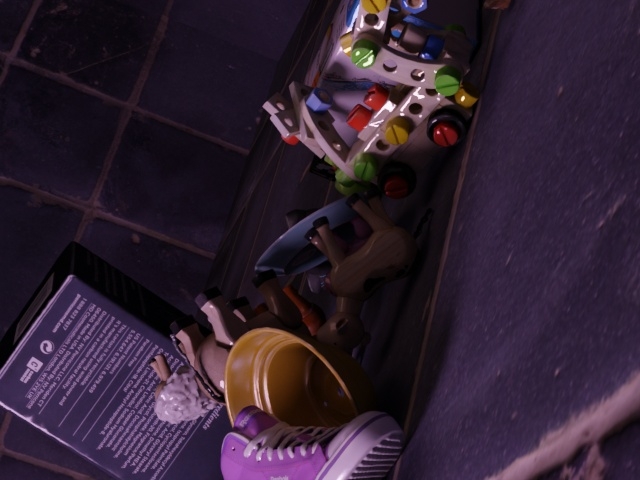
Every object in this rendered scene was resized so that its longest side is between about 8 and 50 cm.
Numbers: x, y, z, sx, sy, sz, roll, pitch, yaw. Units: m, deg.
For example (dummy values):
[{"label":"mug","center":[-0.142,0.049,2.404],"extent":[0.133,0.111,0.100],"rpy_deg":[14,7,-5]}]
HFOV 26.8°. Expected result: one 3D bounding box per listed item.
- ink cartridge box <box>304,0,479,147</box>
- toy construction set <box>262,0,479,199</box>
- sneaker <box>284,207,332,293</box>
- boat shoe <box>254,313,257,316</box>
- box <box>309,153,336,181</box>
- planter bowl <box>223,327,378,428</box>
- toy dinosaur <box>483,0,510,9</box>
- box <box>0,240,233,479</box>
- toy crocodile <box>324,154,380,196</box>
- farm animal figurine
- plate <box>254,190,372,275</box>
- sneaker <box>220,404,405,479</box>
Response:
[{"label":"ink cartridge box","center":[0.090,-0.246,1.812],"extent":[0.171,0.168,0.232],"rpy_deg":[-82,15,-52]},{"label":"toy construction set","center":[0.063,-0.174,1.624],"extent":[0.328,0.215,0.151],"rpy_deg":[-40,25,50]},{"label":"sneaker","center":[0.018,0.012,1.942],"extent":[0.267,0.106,0.101],"rpy_deg":[63,-168,-79]},{"label":"boat shoe","center":[-0.131,0.167,2.531],"extent":[0.178,0.060,0.064],"rpy_deg":[-177,108,-80]},{"label":"box","center":[0.021,-0.152,2.385],"extent":[0.083,0.052,0.062],"rpy_deg":[133,157,-64]},{"label":"planter bowl","center":[-0.003,0.183,1.497],"extent":[0.090,0.217,0.217],"rpy_deg":[-25,-26,-42]},{"label":"toy dinosaur","center":[0.242,-0.379,1.629],"extent":[0.112,0.064,0.211],"rpy_deg":[26,104,63]},{"label":"box","center":[-0.259,0.211,1.968],"extent":[0.212,0.395,0.293],"rpy_deg":[-55,13,2]},{"label":"toy crocodile","center":[0.053,-0.149,2.022],"extent":[0.340,0.105,0.115],"rpy_deg":[-92,25,-69]},{"label":"farm animal figurine","center":[-0.026,0.112,1.646],"extent":[0.327,0.172,0.330],"rpy_deg":[-25,-17,-30]},{"label":"plate","center":[0.000,0.000,1.737],"extent":[0.188,0.024,0.188],"rpy_deg":[-31,-14,-9]},{"label":"sneaker","center":[-0.028,0.223,1.402],"extent":[0.102,0.161,0.282],"rpy_deg":[-21,-23,-41]}]
